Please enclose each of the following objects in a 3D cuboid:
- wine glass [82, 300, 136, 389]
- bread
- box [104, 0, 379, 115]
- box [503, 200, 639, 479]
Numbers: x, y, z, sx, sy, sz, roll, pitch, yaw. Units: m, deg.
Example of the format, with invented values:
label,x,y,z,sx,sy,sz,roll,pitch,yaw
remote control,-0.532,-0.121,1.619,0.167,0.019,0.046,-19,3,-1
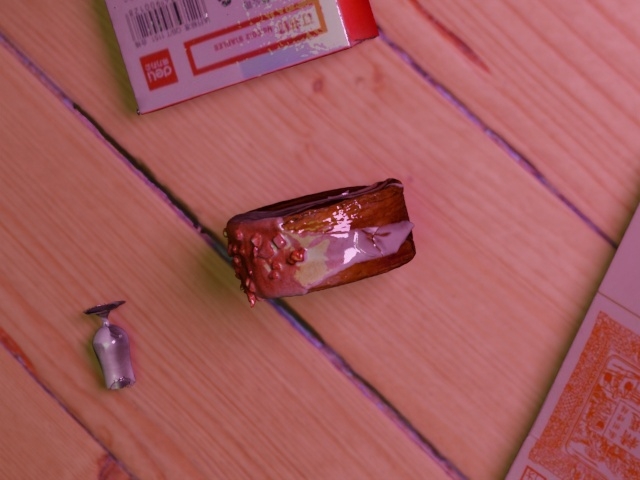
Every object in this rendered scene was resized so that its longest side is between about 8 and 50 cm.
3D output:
label,x,y,z,sx,sy,sz,roll,pitch,yaw
wine glass,-0.200,0.102,1.250,0.039,0.042,0.083,2,108,60
bread,0.000,0.000,1.085,0.160,0.160,0.073,-10,100,23
box,-0.073,-0.200,1.132,0.229,0.050,0.123,-15,96,23
box,0.289,0.130,1.023,0.204,0.051,0.365,33,112,29
